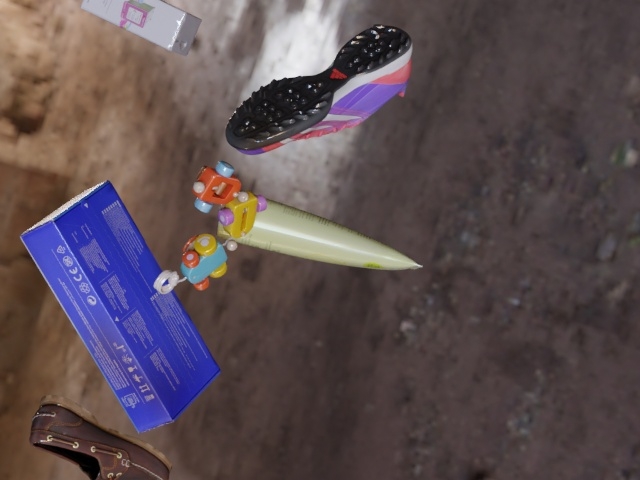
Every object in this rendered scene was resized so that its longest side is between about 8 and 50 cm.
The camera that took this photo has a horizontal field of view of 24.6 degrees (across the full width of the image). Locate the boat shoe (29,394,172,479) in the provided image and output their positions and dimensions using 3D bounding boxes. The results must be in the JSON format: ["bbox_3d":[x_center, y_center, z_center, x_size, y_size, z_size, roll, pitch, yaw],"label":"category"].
[{"bbox_3d":[-0.282,0.275,1.872,0.073,0.207,0.073,-34,35,40],"label":"boat shoe"}]

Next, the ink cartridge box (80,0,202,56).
[{"bbox_3d":[-0.212,-0.271,1.758,0.052,0.122,0.088,-63,-6,7],"label":"ink cartridge box"}]

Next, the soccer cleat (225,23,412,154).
[{"bbox_3d":[0.006,-0.188,2.083,0.108,0.318,0.116,37,149,35],"label":"soccer cleat"}]

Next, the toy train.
[{"bbox_3d":[-0.128,-0.020,1.613,0.046,0.125,0.166,44,114,31],"label":"toy train"}]

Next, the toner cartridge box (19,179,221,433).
[{"bbox_3d":[-0.295,0.098,2.205,0.075,0.348,0.165,-23,12,31],"label":"toner cartridge box"}]

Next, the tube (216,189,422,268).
[{"bbox_3d":[0.000,0.000,1.713,0.070,0.240,0.062,-77,3,-52],"label":"tube"}]
